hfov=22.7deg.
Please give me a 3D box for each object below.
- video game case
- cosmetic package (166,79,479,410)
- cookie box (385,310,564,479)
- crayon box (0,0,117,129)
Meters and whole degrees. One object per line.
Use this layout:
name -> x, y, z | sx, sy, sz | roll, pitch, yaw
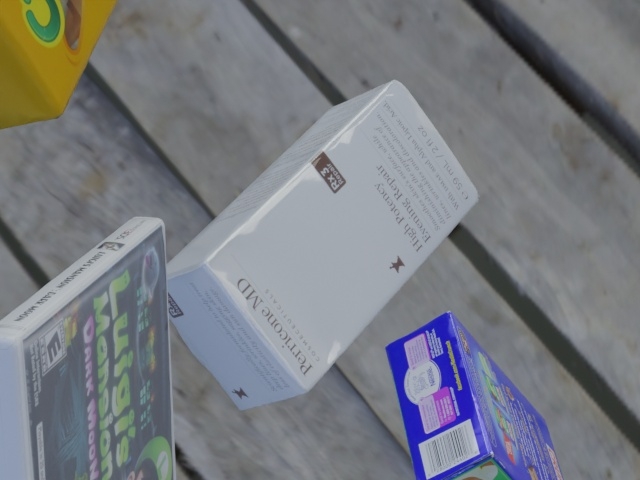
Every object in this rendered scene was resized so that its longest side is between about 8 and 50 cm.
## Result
video game case -> -0.108, 0.103, 0.759 | 0.022, 0.173, 0.190 | 4, 109, 15
cosmetic package -> 0.000, 0.000, 1.115 | 0.117, 0.085, 0.231 | 53, 52, -14
cookie box -> 0.079, 0.102, 0.756 | 0.040, 0.107, 0.092 | -29, 41, 16
crayon box -> -0.174, -0.198, 0.792 | 0.083, 0.203, 0.323 | -8, 44, 27
